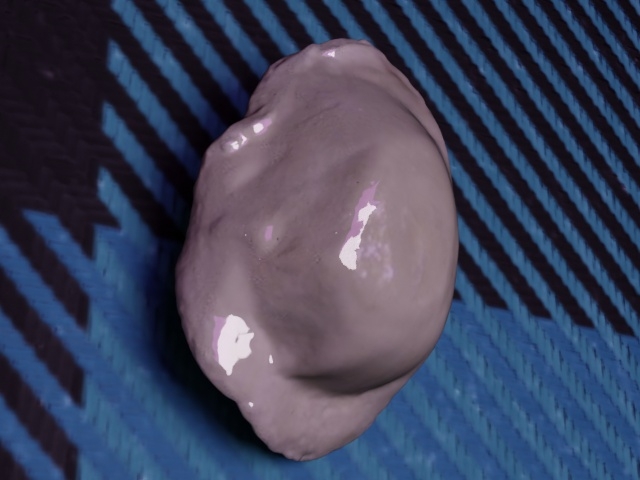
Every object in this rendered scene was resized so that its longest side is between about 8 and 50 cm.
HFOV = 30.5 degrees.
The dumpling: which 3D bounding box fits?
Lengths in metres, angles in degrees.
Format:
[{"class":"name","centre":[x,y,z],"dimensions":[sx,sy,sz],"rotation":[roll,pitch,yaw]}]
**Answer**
[{"class":"dumpling","centre":[0.000,0.000,0.669],"dimensions":[0.162,0.132,0.250],"rotation":[15,80,-39]}]
